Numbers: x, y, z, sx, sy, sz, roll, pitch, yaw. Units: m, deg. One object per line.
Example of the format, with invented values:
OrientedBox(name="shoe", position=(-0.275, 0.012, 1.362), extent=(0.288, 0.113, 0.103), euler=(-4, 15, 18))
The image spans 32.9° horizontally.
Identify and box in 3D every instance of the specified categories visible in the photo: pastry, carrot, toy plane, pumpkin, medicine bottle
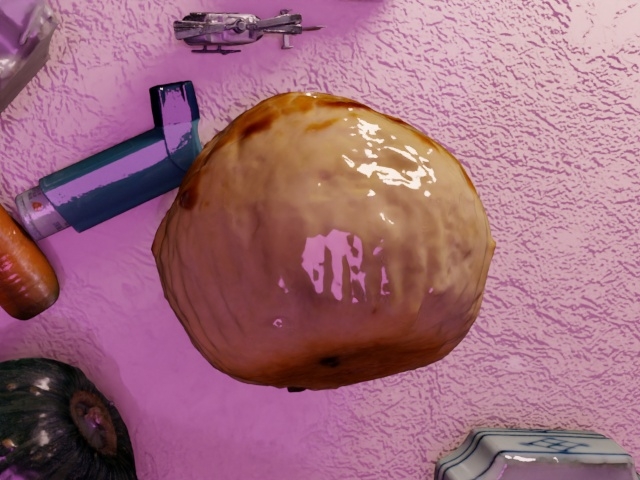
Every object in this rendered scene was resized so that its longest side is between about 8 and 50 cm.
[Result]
OrientedBox(name="pastry", position=(0.000, 0.000, 1.240), extent=(0.388, 0.388, 0.313), euler=(-5, 73, -7))
OrientedBox(name="carrot", position=(-0.390, 0.008, 1.310), extent=(0.087, 0.087, 0.193), euler=(-31, 113, -3))
OrientedBox(name="toy plane", position=(-0.093, -0.257, 1.330), extent=(0.197, 0.078, 0.053), euler=(-4, 96, -22))
OrientedBox(name="pumpkin", position=(-0.344, 0.315, 1.265), extent=(0.263, 0.197, 0.293), euler=(-28, 125, 4))
OrientedBox(name="medicine bottle", position=(-0.251, -0.094, 1.327), extent=(0.258, 0.079, 0.124), euler=(-27, 106, -3))

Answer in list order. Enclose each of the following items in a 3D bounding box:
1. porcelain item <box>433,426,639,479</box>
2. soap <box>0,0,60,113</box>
OrientedBox(name="porcelain item", position=(0.286, 0.393, 1.429), extent=(0.281, 0.157, 0.286), euler=(1, 97, -10))
OrientedBox(name="soap", position=(-0.562, -0.237, 1.190), extent=(0.435, 0.213, 0.350), euler=(37, 87, -10))
